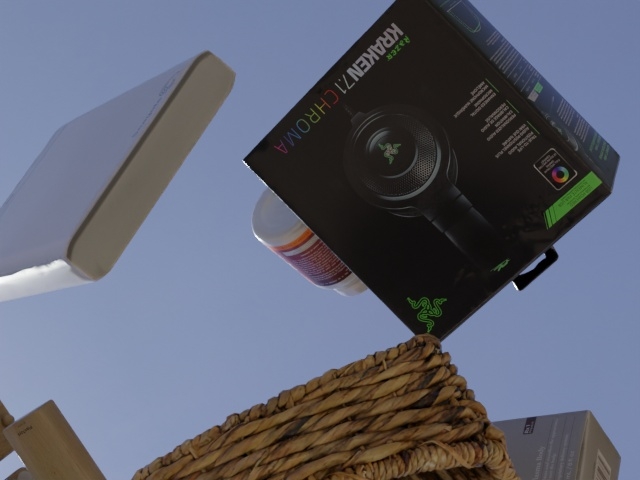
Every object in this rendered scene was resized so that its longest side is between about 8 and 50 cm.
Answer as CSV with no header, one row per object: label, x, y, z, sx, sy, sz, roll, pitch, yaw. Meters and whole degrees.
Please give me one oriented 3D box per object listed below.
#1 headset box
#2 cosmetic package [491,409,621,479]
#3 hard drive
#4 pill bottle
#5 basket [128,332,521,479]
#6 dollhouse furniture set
headset box,0.116,-0.071,1.221,0.283,0.131,0.246,46,-65,-2
cosmetic package,0.204,0.277,1.405,0.107,0.237,0.127,54,-141,-34
hard drive,-0.233,-0.048,1.211,0.047,0.353,0.233,40,-115,-22
pill bottle,0.000,0.000,1.375,0.152,0.086,0.086,41,-105,-42
basket,0.015,0.239,0.985,0.299,0.213,0.223,-24,-111,-9
dollhouse furniture set,-0.262,0.203,1.198,0.144,0.151,0.123,56,-153,-3
